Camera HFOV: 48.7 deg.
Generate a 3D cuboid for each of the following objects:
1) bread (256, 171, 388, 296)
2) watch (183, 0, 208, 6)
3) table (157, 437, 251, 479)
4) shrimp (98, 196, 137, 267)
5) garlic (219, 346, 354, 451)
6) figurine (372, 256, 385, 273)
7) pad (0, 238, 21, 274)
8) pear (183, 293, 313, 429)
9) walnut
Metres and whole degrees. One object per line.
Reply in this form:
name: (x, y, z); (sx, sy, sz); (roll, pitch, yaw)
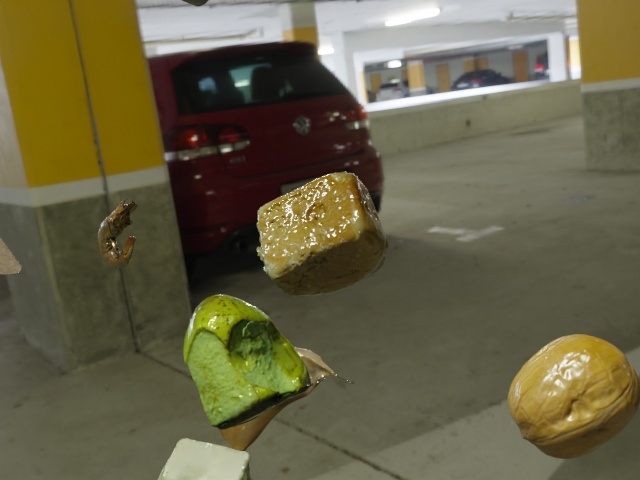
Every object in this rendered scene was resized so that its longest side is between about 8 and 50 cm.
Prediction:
bread: (0.000, 0.000, 1.359); (0.246, 0.176, 0.195); (-24, 49, 14)
watch: (-0.333, -0.718, 1.806); (0.068, 0.206, 0.193); (14, -20, 38)
table: (-0.109, 0.252, 0.701); (0.079, 0.083, 0.062); (8, 41, 16)
shrimp: (-0.372, -0.010, 1.308); (0.045, 0.095, 0.162); (4, -36, -39)
garlic: (-0.090, 0.337, 1.615); (0.338, 0.196, 0.151); (-35, -35, 12)
figurine: (0.090, 0.031, 1.587); (0.082, 0.094, 0.086); (-16, 48, -31)
pad: (-0.572, 0.002, 0.990); (0.266, 0.002, 0.176); (6, 23, -46)
pear: (-0.144, 0.225, 1.433); (0.164, 0.255, 0.238); (-34, -16, 28)
walnut: (0.439, 0.271, 1.231); (0.225, 0.193, 0.193); (-47, 7, 10)
